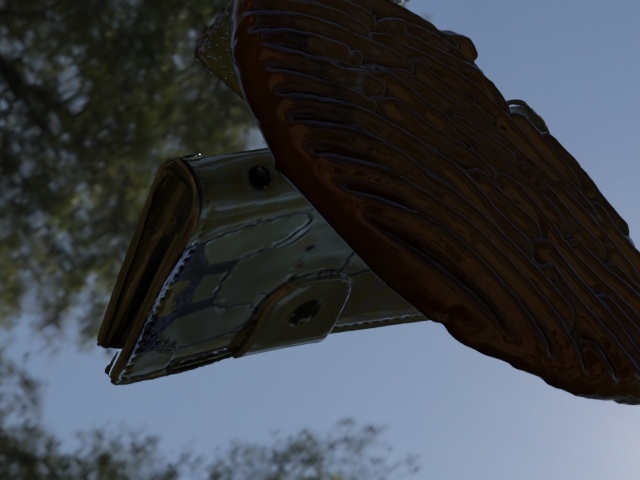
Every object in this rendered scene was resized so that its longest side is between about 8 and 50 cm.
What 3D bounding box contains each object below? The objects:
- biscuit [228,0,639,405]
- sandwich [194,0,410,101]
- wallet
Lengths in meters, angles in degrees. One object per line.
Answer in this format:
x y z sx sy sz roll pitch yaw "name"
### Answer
0.061 -0.024 0.643 0.229 0.176 0.031 31 -56 -12 "biscuit"
0.018 -0.213 1.349 0.128 0.235 0.122 37 -18 -2 "sandwich"
0.000 0.000 1.191 0.077 0.310 0.223 59 -40 24 "wallet"
